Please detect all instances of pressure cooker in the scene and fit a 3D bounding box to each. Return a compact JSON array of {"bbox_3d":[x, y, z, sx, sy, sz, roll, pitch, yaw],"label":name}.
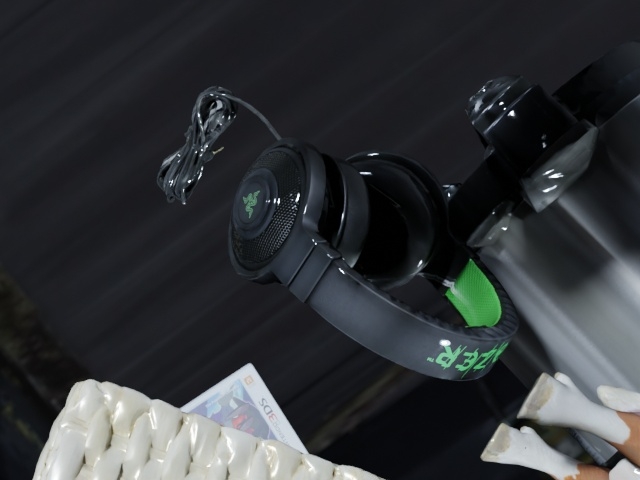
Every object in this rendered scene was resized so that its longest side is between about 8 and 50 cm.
[{"bbox_3d":[0.310,-0.003,1.460,0.420,0.376,0.370,47,141,16],"label":"pressure cooker"}]

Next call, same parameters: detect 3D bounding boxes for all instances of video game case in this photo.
[{"bbox_3d":[-0.133,0.303,1.957,0.183,0.201,0.023,58,170,-7],"label":"video game case"}]

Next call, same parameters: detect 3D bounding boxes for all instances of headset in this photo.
[{"bbox_3d":[0.000,0.000,1.271,0.394,0.185,0.243,46,-155,28],"label":"headset"}]

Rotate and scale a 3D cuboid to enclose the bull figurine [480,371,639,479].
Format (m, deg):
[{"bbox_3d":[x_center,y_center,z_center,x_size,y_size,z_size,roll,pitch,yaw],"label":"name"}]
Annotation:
[{"bbox_3d":[0.129,0.159,0.538,0.188,0.101,0.310,34,-155,8],"label":"bull figurine"}]

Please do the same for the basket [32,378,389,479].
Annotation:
[{"bbox_3d":[-0.095,0.321,1.063,0.328,0.331,0.266,19,151,-2],"label":"basket"}]
